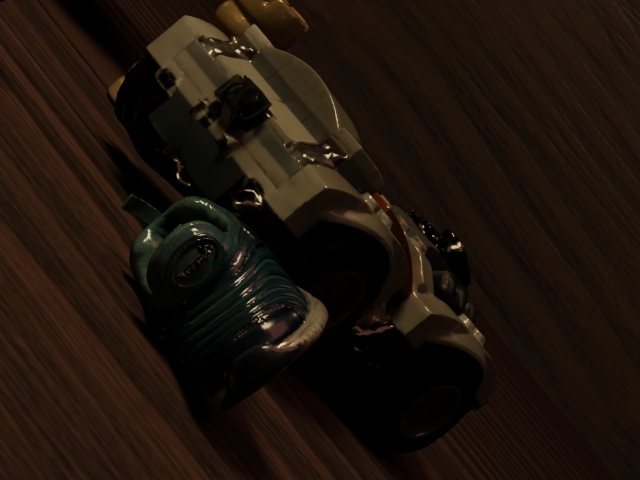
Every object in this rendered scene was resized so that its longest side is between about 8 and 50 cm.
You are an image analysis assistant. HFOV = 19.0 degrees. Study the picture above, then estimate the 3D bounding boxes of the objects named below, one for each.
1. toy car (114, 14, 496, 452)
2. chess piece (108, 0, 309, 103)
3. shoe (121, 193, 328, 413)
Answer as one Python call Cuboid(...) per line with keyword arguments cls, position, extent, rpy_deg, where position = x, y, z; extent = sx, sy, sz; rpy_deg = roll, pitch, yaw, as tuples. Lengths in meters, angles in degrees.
Cuboid(cls="toy car", position=(0.002, -0.001, 1.076), extent=(0.193, 0.118, 0.301), rpy_deg=(51, 4, 37))
Cuboid(cls="chess piece", position=(-0.066, -0.109, 1.187), extent=(0.066, 0.122, 0.066), rpy_deg=(50, 5, -6))
Cuboid(cls="shoe", position=(-0.044, 0.022, 0.809), extent=(0.071, 0.064, 0.143), rpy_deg=(48, 3, -26))
